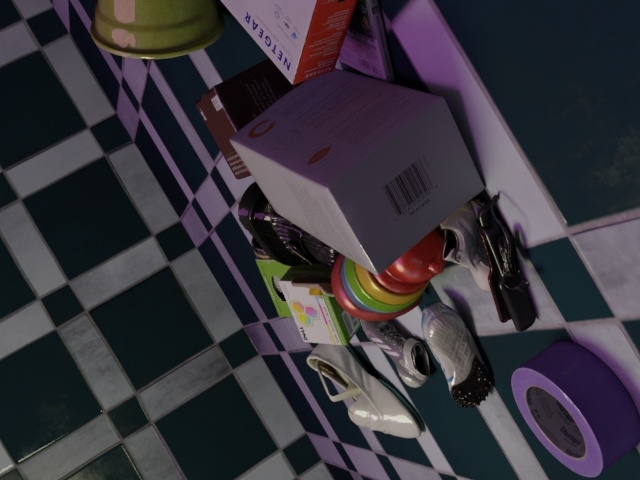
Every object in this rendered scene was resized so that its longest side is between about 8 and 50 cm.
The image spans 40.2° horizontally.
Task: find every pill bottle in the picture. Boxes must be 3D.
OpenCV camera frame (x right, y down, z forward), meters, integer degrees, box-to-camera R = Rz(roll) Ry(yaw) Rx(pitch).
[{"bbox_3d":[-0.088,0.070,2.231,0.123,0.122,0.219,38,153,50],"label":"pill bottle"}]

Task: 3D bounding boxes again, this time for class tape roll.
[{"bbox_3d":[0.376,0.248,1.296,0.189,0.080,0.189,51,162,24],"label":"tape roll"}]

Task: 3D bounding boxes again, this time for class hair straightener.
[{"bbox_3d":[0.283,0.039,1.285,0.089,0.047,0.231,32,144,56],"label":"hair straightener"}]

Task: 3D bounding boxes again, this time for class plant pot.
[{"bbox_3d":[-0.333,-0.536,1.727,0.276,0.276,0.254,45,147,39],"label":"plant pot"}]

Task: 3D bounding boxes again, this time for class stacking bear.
[{"bbox_3d":[0.132,0.039,1.521,0.175,0.164,0.289,57,158,5],"label":"stacking bear"}]

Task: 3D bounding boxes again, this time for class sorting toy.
[{"bbox_3d":[0.058,0.102,1.784,0.208,0.192,0.038,-172,87,-71],"label":"sorting toy"}]

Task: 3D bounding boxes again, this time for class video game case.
[{"bbox_3d":[0.039,-0.345,1.348,0.190,0.022,0.173,40,155,49],"label":"video game case"}]

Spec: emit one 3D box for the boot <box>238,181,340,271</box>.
[{"bbox_3d":[-0.002,0.004,1.873,0.260,0.131,0.348,19,173,25],"label":"boot"}]

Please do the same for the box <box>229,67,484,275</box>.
[{"bbox_3d":[0.045,-0.121,1.343,0.345,0.215,0.168,33,158,57],"label":"box"}]

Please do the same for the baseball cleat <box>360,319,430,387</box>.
[{"bbox_3d":[0.168,0.215,1.874,0.206,0.072,0.109,50,148,13],"label":"baseball cleat"}]

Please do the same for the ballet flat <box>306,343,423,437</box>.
[{"bbox_3d":[0.098,0.394,2.236,0.400,0.139,0.139,42,156,43],"label":"ballet flat"}]

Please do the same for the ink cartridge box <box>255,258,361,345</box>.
[{"bbox_3d":[-0.047,0.145,2.098,0.255,0.097,0.189,0,124,35],"label":"ink cartridge box"}]

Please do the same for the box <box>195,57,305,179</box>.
[{"bbox_3d":[-0.088,-0.234,1.582,0.167,0.203,0.168,61,164,-9],"label":"box"}]

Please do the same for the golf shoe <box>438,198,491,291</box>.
[{"bbox_3d":[0.220,0.016,1.335,0.069,0.086,0.176,29,147,56],"label":"golf shoe"}]

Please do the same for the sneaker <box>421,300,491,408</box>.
[{"bbox_3d":[0.251,0.209,1.606,0.086,0.085,0.237,-97,-16,-61],"label":"sneaker"}]

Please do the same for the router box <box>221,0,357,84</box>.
[{"bbox_3d":[-0.068,-0.447,1.247,0.335,0.082,0.301,51,146,23],"label":"router box"}]
